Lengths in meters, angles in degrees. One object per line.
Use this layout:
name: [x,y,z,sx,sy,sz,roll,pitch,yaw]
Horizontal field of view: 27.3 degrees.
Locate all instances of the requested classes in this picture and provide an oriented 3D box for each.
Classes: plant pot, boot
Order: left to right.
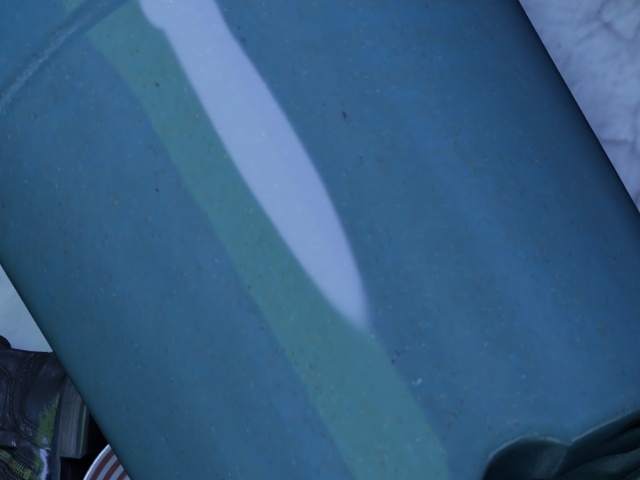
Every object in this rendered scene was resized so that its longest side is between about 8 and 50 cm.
boot: [-0.219,0.170,0.857,0.229,0.091,0.262,1,71,36]
plant pot: [0.000,0.000,0.648,0.341,0.341,0.334,-36,69,16]

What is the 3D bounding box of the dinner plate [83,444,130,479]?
dinner plate: [-0.074,0.168,0.771,0.141,0.017,0.141,1,72,-2]
